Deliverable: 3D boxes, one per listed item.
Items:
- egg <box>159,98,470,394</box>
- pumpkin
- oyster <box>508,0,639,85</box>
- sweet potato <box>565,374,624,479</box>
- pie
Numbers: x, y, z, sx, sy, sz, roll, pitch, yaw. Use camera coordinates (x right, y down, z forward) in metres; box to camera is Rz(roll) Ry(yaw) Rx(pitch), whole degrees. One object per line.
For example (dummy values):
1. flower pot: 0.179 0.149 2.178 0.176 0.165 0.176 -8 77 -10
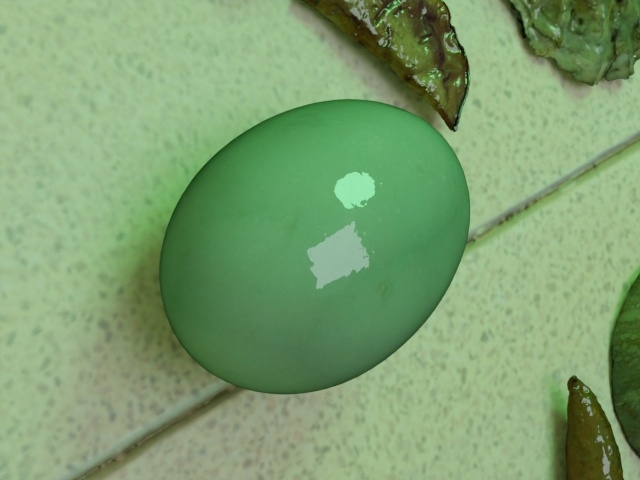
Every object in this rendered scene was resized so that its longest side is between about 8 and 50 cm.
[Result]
1. egg: 0.000 0.000 0.827 0.231 0.168 0.168 -40 109 -35
2. pumpkin: 0.353 0.102 1.116 0.217 0.110 0.217 6 78 -31
3. oyster: 0.214 -0.215 1.060 0.133 0.072 0.209 -43 112 -27
4. sweet potato: 0.222 0.262 1.025 0.066 0.072 0.314 -5 91 -22
5. pie: 0.055 -0.163 0.962 0.170 0.034 0.092 36 63 -24
